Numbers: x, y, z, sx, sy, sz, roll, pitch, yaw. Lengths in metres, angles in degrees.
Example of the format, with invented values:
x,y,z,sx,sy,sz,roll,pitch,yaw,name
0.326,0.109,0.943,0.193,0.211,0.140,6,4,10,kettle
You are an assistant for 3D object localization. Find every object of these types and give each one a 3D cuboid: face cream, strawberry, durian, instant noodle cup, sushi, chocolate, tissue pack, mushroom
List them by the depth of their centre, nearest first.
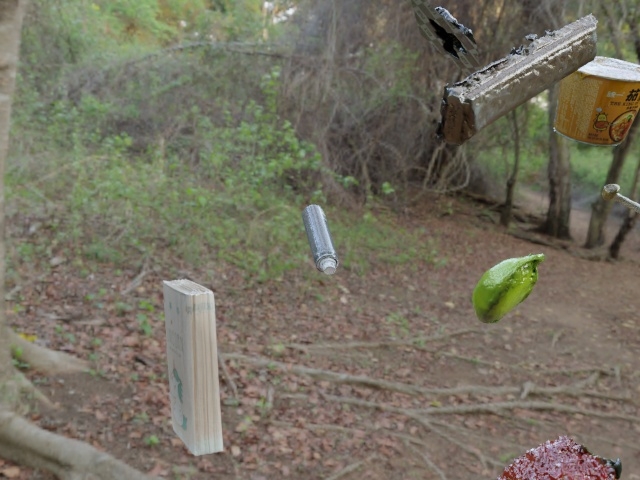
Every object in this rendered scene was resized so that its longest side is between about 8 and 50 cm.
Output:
x,y,z,sx,sy,sz,roll,pitch,yaw,name
0.303,-0.241,0.962,0.329,0.102,0.065,-33,55,-24,chocolate
0.377,0.380,1.008,0.192,0.140,0.085,19,-6,25,strawberry
-0.259,0.249,1.308,0.071,0.325,0.170,-5,8,-28,tissue pack
0.781,-0.070,1.421,0.306,0.068,0.043,14,18,22,mushroom
0.308,-0.480,1.494,0.231,0.047,0.220,49,4,21,sushi
0.659,-0.332,1.533,0.216,0.172,0.215,4,29,-3,instant noodle cup
0.473,0.123,1.671,0.139,0.250,0.101,-11,48,-34,durian
0.000,0.000,1.941,0.073,0.073,0.283,6,36,-17,face cream
